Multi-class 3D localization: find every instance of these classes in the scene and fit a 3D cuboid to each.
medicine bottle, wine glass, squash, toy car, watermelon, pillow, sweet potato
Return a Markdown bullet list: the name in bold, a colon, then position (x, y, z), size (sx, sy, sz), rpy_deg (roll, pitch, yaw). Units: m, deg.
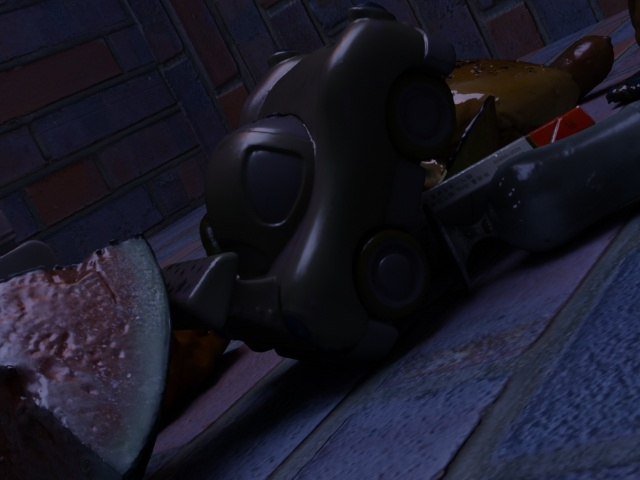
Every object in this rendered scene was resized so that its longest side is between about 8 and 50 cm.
- **medicine bottle**: position (-0.359, 0.059, 1.229), size (0.119, 0.183, 0.069), rpy_deg (-34, 13, -37)
- **wine glass**: position (0.226, -0.043, 1.041), size (0.231, 0.103, 0.103), rpy_deg (-26, 8, 1)
- **squash**: position (0.155, -0.076, 1.303), size (0.204, 0.155, 0.237), rpy_deg (-23, 12, 21)
- **toy car**: position (-0.026, -0.056, 1.035), size (0.226, 0.336, 0.242), rpy_deg (15, -12, -24)
- **watermelon**: position (-0.237, 0.136, 0.879), size (0.213, 0.201, 0.261), rpy_deg (-60, 26, 32)
- **pillow**: position (0.579, -0.279, 1.612), size (0.256, 0.034, 0.189), rpy_deg (-16, 16, 48)
- **sweet potato**: position (0.408, -0.273, 1.899), size (0.292, 0.097, 0.097), rpy_deg (-30, 6, 30)

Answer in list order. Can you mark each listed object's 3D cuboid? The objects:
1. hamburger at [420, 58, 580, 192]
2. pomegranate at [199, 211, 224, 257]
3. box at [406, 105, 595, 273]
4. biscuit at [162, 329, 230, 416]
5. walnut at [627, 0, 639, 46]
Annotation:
- **hamburger**: position (0.226, -0.178, 1.555), size (0.284, 0.174, 0.304), rpy_deg (-22, 25, -35)
- **pomegranate**: position (-0.110, 0.000, 1.743), size (0.131, 0.152, 0.191), rpy_deg (-29, -15, 31)
- **box**: position (0.189, -0.046, 1.158), size (0.245, 0.035, 0.139), rpy_deg (-28, -29, -8)
- **biscuit**: position (-0.277, 0.179, 1.248), size (0.312, 0.110, 0.318), rpy_deg (-20, 11, 29)
- **walnut**: position (0.488, -0.292, 1.130), size (0.333, 0.332, 0.333), rpy_deg (-27, 8, 4)
